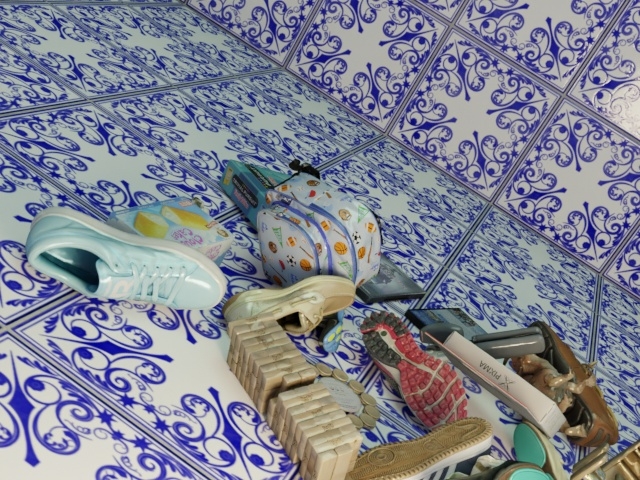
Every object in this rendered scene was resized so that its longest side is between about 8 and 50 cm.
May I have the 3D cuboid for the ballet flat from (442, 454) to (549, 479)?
[{"bbox_3d":[0.273,0.399,1.550,0.096,0.095,0.280,29,15,38],"label":"ballet flat"}]

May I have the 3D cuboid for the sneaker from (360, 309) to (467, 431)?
[{"bbox_3d":[0.199,0.276,1.965,0.299,0.121,0.112,54,-11,27],"label":"sneaker"}]

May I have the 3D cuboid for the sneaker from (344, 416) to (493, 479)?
[{"bbox_3d":[0.175,0.418,1.630,0.282,0.153,0.099,-15,27,-20],"label":"sneaker"}]

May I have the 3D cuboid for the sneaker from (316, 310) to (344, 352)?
[{"bbox_3d":[0.009,0.178,2.005,0.078,0.067,0.188,8,24,0],"label":"sneaker"}]

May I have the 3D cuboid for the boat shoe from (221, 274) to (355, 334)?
[{"bbox_3d":[-0.047,0.144,1.893,0.302,0.109,0.098,-6,52,-36],"label":"boat shoe"}]

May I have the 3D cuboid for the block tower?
[{"bbox_3d":[-0.051,0.269,1.619,0.091,0.097,0.335,-12,44,-30],"label":"block tower"}]

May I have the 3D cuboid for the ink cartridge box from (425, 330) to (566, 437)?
[{"bbox_3d":[0.364,0.281,1.967,0.275,0.060,0.239,36,-7,34],"label":"ink cartridge box"}]

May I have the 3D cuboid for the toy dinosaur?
[{"bbox_3d":[0.496,0.363,2.138,0.127,0.200,0.296,48,43,-29],"label":"toy dinosaur"}]

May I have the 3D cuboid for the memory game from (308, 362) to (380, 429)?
[{"bbox_3d":[0.035,0.298,1.818,0.186,0.012,0.186,28,20,-11],"label":"memory game"}]

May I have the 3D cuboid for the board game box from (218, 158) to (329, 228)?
[{"bbox_3d":[-0.059,-0.087,2.436,0.336,0.079,0.254,13,23,-38],"label":"board game box"}]

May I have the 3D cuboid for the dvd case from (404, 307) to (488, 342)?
[{"bbox_3d":[0.341,0.233,2.380,0.253,0.022,0.180,3,33,-51],"label":"dvd case"}]

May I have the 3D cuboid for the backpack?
[{"bbox_3d":[0.000,0.000,2.062,0.263,0.276,0.213,18,44,32],"label":"backpack"}]

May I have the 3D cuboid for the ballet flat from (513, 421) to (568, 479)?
[{"bbox_3d":[0.464,0.475,1.915,0.086,0.086,0.248,20,32,-27],"label":"ballet flat"}]

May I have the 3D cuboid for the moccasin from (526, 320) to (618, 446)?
[{"bbox_3d":[0.610,0.345,2.328,0.147,0.139,0.380,19,24,-32],"label":"moccasin"}]

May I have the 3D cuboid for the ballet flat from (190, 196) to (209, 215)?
[{"bbox_3d":[-0.276,-0.065,2.179,0.041,0.041,0.114,15,26,-36],"label":"ballet flat"}]

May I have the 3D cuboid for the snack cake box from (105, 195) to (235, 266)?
[{"bbox_3d":[-0.307,0.002,1.913,0.152,0.089,0.264,36,21,14],"label":"snack cake box"}]

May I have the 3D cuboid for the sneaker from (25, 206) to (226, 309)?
[{"bbox_3d":[-0.347,0.067,1.678,0.366,0.135,0.150,17,31,-11],"label":"sneaker"}]

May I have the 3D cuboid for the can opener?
[{"bbox_3d":[0.368,0.232,2.164,0.280,0.093,0.074,-5,25,7],"label":"can opener"}]

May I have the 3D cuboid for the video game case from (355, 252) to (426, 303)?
[{"bbox_3d":[0.131,0.086,2.422,0.196,0.026,0.274,43,24,28],"label":"video game case"}]

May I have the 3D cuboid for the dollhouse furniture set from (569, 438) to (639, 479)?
[{"bbox_3d":[0.644,0.496,1.923,0.212,0.161,0.242,51,16,8],"label":"dollhouse furniture set"}]
